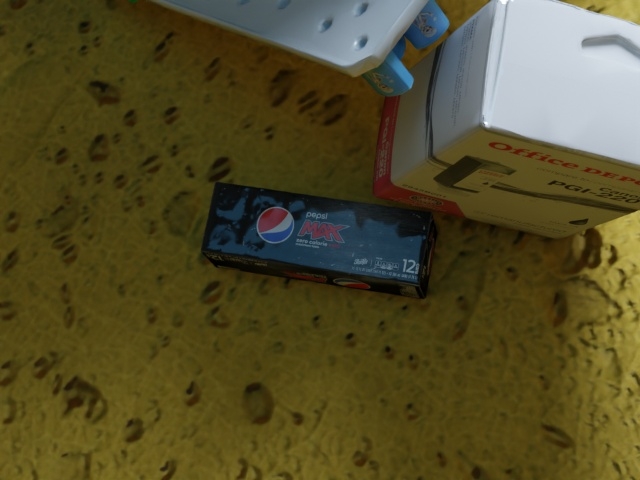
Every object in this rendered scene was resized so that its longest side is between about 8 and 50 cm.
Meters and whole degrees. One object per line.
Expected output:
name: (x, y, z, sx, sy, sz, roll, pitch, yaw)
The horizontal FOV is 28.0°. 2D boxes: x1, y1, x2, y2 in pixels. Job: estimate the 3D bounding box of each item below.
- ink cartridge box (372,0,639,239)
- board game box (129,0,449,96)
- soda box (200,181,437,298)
ink cartridge box: (0.143, -0.073, 0.855, 0.158, 0.218, 0.092, 12, 76, -13)
board game box: (0.040, -0.302, 0.943, 0.390, 0.050, 0.390, -53, 40, -7)
soda box: (0.000, 0.000, 0.965, 0.169, 0.053, 0.060, 9, 76, 11)
